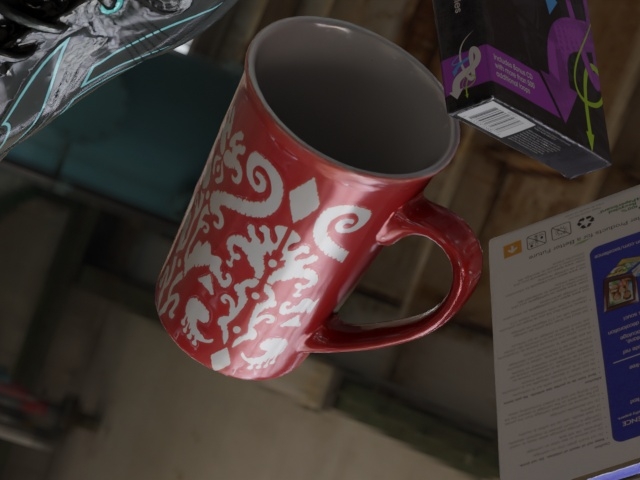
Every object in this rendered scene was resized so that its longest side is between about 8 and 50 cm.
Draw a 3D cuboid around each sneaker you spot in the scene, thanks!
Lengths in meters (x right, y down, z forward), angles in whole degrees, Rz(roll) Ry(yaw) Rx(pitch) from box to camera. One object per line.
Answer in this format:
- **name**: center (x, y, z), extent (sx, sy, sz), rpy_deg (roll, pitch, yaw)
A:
- **sneaker**: center (-0.114, -0.077, 0.651), extent (0.267, 0.101, 0.106), rpy_deg (-39, -171, 33)

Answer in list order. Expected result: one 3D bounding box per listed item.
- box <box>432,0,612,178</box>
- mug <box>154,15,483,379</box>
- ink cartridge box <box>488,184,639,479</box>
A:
- **box**: center (0.091, -0.121, 0.840), extent (0.029, 0.116, 0.162), rpy_deg (-20, -113, 31)
- **mug**: center (-0.009, -0.001, 0.897), extent (0.169, 0.113, 0.150), rpy_deg (-59, -135, 40)
- **ink cartridge box**: center (0.231, 0.101, 1.437), extent (0.176, 0.069, 0.371), rpy_deg (-21, -148, 18)
